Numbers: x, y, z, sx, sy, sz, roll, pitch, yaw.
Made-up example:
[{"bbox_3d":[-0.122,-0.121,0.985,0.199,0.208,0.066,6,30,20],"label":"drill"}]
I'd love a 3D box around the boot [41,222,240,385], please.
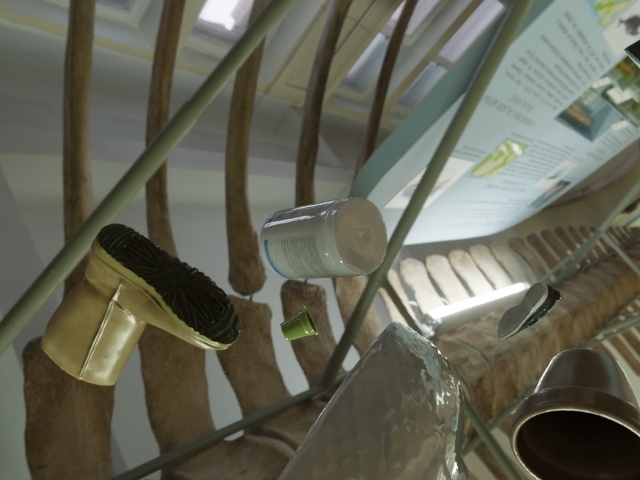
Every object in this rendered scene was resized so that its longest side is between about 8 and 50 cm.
[{"bbox_3d":[-0.263,0.130,0.719,0.236,0.269,0.089,41,-147,1],"label":"boot"}]

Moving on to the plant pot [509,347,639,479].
[{"bbox_3d":[0.533,0.347,1.017,0.263,0.263,0.229,41,-139,-3],"label":"plant pot"}]

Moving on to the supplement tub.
[{"bbox_3d":[0.000,0.000,0.462,0.071,0.107,0.071,4,-96,-42],"label":"supplement tub"}]

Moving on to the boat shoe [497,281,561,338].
[{"bbox_3d":[0.326,0.116,0.790,0.038,0.125,0.046,19,-146,-12],"label":"boat shoe"}]

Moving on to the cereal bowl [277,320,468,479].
[{"bbox_3d":[0.049,0.262,0.515,0.141,0.339,0.339,31,-153,16],"label":"cereal bowl"}]

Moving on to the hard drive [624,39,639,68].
[{"bbox_3d":[0.613,-0.294,0.782,0.255,0.172,0.054,2,-109,-37],"label":"hard drive"}]

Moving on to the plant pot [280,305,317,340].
[{"bbox_3d":[-0.061,0.226,1.322,0.083,0.079,0.083,-25,-90,-88],"label":"plant pot"}]
